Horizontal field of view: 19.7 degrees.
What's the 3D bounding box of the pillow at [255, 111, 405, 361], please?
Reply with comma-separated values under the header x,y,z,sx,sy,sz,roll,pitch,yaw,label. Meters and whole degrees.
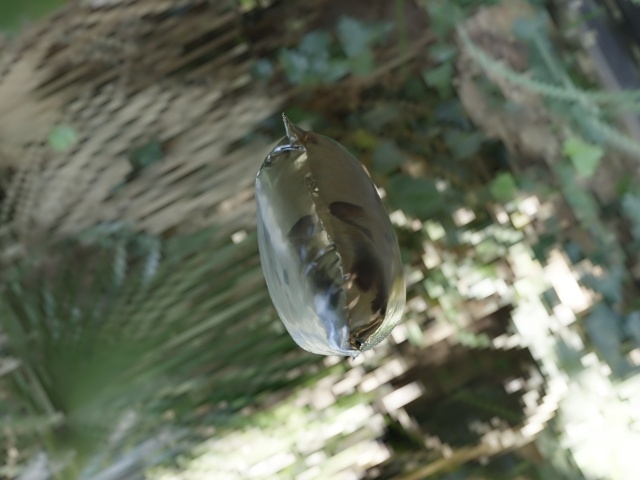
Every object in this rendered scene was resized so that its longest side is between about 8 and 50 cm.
x,y,z,sx,sy,sz,roll,pitch,yaw,label
0.000,-0.001,0.713,0.241,0.051,0.093,107,145,-88,pillow
